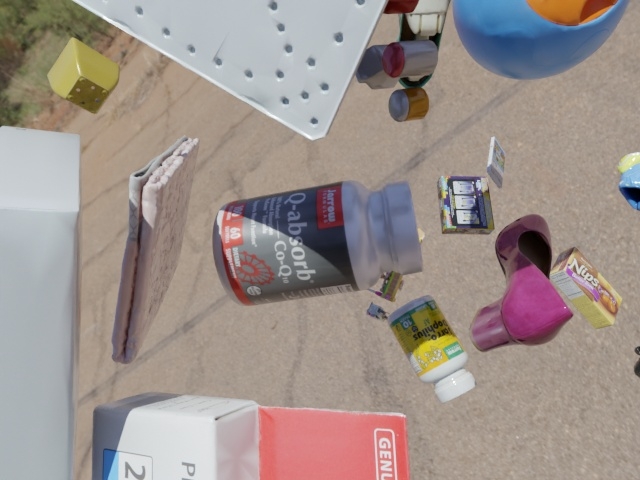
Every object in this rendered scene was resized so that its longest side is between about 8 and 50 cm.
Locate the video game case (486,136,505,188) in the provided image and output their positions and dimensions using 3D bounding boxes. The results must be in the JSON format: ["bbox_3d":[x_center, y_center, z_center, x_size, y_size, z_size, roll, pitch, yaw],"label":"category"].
[{"bbox_3d":[0.502,-0.222,1.317,0.011,0.087,0.122,-8,56,43],"label":"video game case"}]

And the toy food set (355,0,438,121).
[{"bbox_3d":[0.055,-0.256,0.572,0.111,0.104,0.233,129,126,-64],"label":"toy food set"}]

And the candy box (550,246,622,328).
[{"bbox_3d":[0.682,0.120,1.190,0.109,0.187,0.053,-41,0,-36],"label":"candy box"}]

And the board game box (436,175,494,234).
[{"bbox_3d":[0.418,-0.102,1.340,0.140,0.048,0.171,2,69,-3],"label":"board game box"}]

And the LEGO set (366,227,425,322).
[{"bbox_3d":[0.172,0.055,1.168,0.107,0.132,0.287,21,65,16],"label":"LEGO set"}]

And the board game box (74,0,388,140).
[{"bbox_3d":[-0.082,-0.366,0.477,0.390,0.389,0.050,-63,-7,34],"label":"board game box"}]

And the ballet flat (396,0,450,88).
[{"bbox_3d":[0.155,-0.321,0.695,0.083,0.247,0.087,-8,67,1],"label":"ballet flat"}]

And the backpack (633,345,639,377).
[{"bbox_3d":[0.558,0.148,0.655,0.151,0.115,0.182,29,105,33],"label":"backpack"}]

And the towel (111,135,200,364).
[{"bbox_3d":[-0.289,-0.005,0.822,0.332,0.053,0.317,-99,24,-67],"label":"towel"}]

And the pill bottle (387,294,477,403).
[{"bbox_3d":[0.242,0.233,0.995,0.117,0.117,0.209,-35,69,19],"label":"pill bottle"}]

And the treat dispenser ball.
[{"bbox_3d":[0.381,-0.435,0.813,0.288,0.288,0.288,-24,47,29],"label":"treat dispenser ball"}]

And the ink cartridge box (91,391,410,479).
[{"bbox_3d":[-0.061,0.275,0.341,0.261,0.066,0.297,-7,82,27],"label":"ink cartridge box"}]

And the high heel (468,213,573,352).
[{"bbox_3d":[0.402,0.046,0.825,0.181,0.127,0.377,-39,11,51],"label":"high heel"}]

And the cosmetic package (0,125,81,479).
[{"bbox_3d":[-0.293,0.053,0.462,0.377,0.097,0.285,37,123,57],"label":"cosmetic package"}]

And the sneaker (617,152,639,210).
[{"bbox_3d":[0.766,-0.091,1.027,0.240,0.091,0.126,31,67,10],"label":"sneaker"}]

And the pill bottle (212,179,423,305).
[{"bbox_3d":[0.000,0.000,0.880,0.362,0.210,0.210,-10,52,11],"label":"pill bottle"}]

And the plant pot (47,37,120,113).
[{"bbox_3d":[-0.370,-0.249,0.729,0.081,0.081,0.083,-45,48,18],"label":"plant pot"}]
